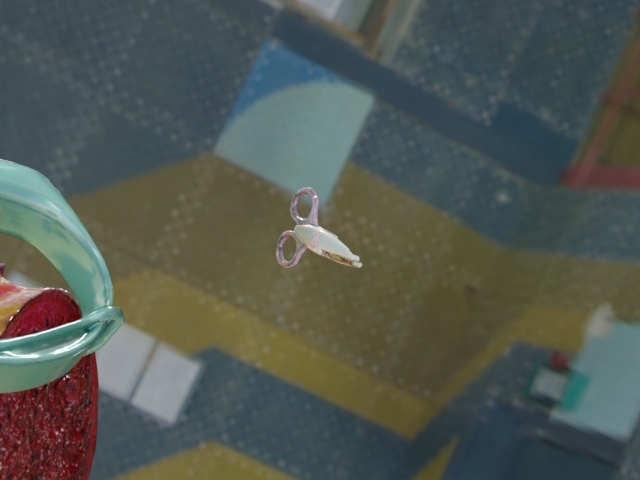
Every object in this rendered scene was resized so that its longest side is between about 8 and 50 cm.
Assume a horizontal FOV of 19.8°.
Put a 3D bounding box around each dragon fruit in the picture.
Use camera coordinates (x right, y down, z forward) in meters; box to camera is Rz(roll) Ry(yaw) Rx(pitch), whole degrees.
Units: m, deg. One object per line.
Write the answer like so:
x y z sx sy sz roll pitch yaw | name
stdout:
-0.386 0.211 1.901 0.249 0.371 0.386 7 -39 14 | dragon fruit

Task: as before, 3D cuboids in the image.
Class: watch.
-0.261 0.022 1.363 0.237 0.195 0.068 15 -41 -29 | watch

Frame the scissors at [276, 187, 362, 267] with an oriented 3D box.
0.000 0.000 1.819 0.022 0.085 0.176 18 5 -27 | scissors
